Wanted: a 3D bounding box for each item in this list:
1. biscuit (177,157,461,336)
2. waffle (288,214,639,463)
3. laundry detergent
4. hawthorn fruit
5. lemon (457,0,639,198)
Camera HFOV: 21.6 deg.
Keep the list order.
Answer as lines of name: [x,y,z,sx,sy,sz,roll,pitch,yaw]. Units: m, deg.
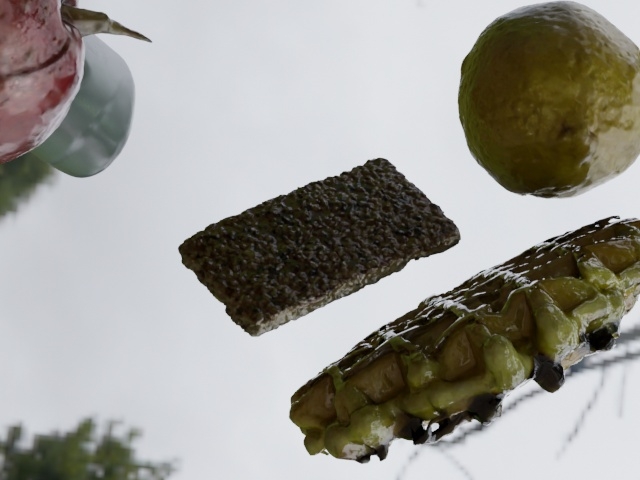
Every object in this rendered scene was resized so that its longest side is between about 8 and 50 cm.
biscuit: [0.000,0.000,1.469,0.131,0.231,0.025,44,-35,35]
waffle: [0.153,0.087,1.603,0.379,0.382,0.095,-26,-85,38]
laundry detergent: [-0.364,-0.239,1.672,0.124,0.398,0.264,-43,-153,9]
hawthorn fruit: [-0.316,-0.177,1.361,0.261,0.258,0.258,-15,-120,30]
lemon: [0.240,-0.144,1.726,0.260,0.204,0.204,-89,-169,-68]
